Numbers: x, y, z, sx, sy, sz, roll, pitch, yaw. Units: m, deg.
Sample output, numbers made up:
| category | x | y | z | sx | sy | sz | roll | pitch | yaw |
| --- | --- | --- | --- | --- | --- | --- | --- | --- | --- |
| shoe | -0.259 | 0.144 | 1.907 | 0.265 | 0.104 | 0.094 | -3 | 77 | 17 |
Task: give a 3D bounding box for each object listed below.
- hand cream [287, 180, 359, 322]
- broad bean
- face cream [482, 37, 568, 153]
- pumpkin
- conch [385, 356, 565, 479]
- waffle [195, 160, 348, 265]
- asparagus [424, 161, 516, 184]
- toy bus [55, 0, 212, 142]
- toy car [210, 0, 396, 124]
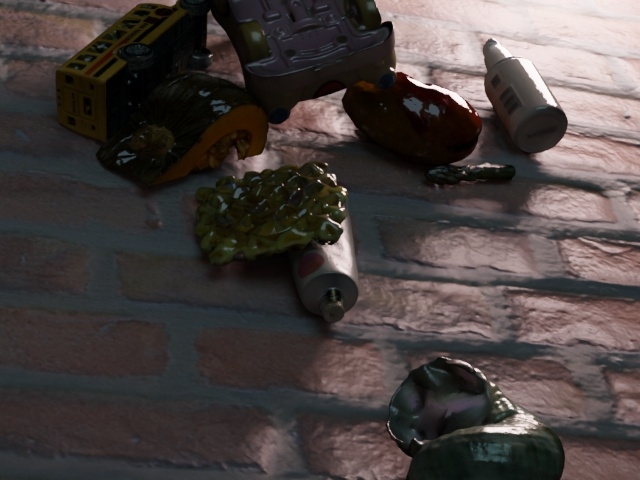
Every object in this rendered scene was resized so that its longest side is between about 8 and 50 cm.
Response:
| category | x | y | z | sx | sy | sz | roll | pitch | yaw |
| --- | --- | --- | --- | --- | --- | --- | --- | --- | --- |
| hand cream | 0.000 | 0.000 | 1.964 | 0.124 | 0.077 | 0.340 | 5 | 36 | -12 |
| broad bean | 0.148 | -0.204 | 2.214 | 0.229 | 0.122 | 0.156 | 27 | 42 | 8 |
| face cream | 0.337 | -0.262 | 2.369 | 0.101 | 0.101 | 0.251 | 1 | 41 | -19 |
| pumpkin | -0.201 | -0.176 | 2.050 | 0.248 | 0.126 | 0.131 | -24 | 52 | -39 |
| conch | 0.181 | 0.263 | 1.640 | 0.220 | 0.195 | 0.277 | 1 | 61 | 12 |
| waffle | -0.071 | -0.049 | 1.950 | 0.224 | 0.054 | 0.204 | -11 | 32 | -1 |
| asparagus | 0.238 | -0.107 | 2.203 | 0.165 | 0.030 | 0.036 | -5 | 54 | -26 |
| toy bus | -0.285 | -0.283 | 2.157 | 0.123 | 0.121 | 0.335 | 15 | 37 | 17 |
| toy car | -0.037 | -0.331 | 2.210 | 0.242 | 0.226 | 0.336 | -19 | 54 | -9 |
